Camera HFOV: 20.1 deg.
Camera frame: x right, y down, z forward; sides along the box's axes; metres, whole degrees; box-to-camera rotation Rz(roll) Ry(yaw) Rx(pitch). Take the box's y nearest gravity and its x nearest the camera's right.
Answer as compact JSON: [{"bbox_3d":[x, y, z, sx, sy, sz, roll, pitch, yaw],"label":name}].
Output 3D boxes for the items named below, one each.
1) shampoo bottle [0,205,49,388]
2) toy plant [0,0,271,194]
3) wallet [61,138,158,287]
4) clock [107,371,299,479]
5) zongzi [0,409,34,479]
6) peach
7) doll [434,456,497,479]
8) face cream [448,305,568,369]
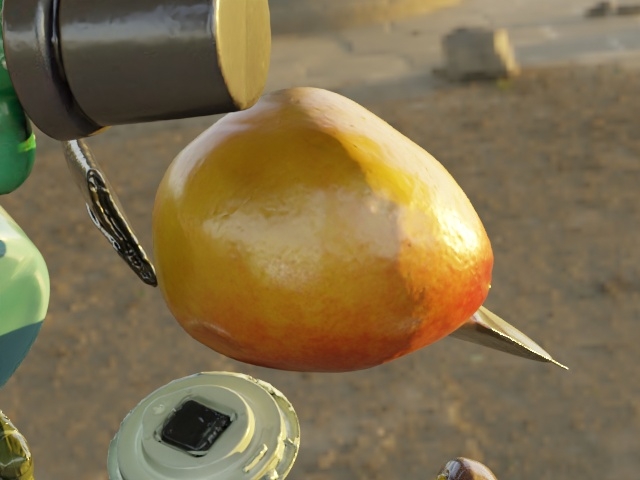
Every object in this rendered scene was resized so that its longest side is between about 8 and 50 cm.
[{"bbox_3d":[-0.510,0.020,1.907,0.331,0.331,0.342,-20,54,-41],"label":"shampoo bottle"},{"bbox_3d":[-0.251,-0.173,1.636,0.400,0.279,0.185,0,37,19],"label":"toy plant"},{"bbox_3d":[-0.280,-0.045,2.318,0.044,0.170,0.321,-27,18,-5],"label":"wallet"},{"bbox_3d":[-0.142,0.233,2.143,0.236,0.053,0.236,-7,44,7],"label":"clock"},{"bbox_3d":[-0.425,0.276,2.420,0.055,0.109,0.119,-25,62,-19],"label":"zongzi"},{"bbox_3d":[-0.003,0.003,1.741,0.289,0.289,0.308,-22,57,-44],"label":"peach"},{"bbox_3d":[0.158,0.342,2.117,0.096,0.188,0.145,9,36,-12],"label":"doll"},{"bbox_3d":[0.115,0.064,1.977,0.137,0.084,0.341,29,-2,-40],"label":"face cream"}]
